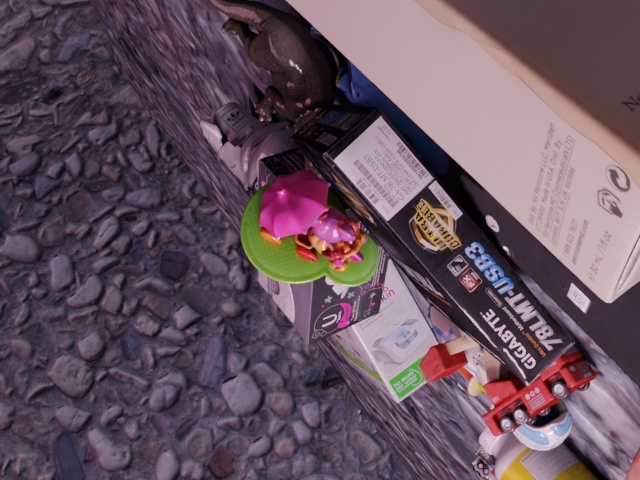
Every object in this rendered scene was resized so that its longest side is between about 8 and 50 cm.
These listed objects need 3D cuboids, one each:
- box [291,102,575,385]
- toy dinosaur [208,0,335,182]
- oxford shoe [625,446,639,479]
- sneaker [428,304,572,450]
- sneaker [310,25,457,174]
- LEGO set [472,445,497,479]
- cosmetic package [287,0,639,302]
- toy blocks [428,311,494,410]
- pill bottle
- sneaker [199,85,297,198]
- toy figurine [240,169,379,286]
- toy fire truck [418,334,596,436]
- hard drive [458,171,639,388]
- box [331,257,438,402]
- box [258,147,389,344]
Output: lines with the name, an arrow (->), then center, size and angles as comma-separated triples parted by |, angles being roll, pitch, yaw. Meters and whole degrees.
box -> 0.099, -0.013, 0.797 | 0.293, 0.073, 0.295 | 50, 180, -14
toy dinosaur -> -0.038, -0.228, 0.955 | 0.160, 0.121, 0.314 | 19, 138, 52
oxford shoe -> 0.356, 0.294, 0.676 | 0.130, 0.123, 0.348 | 37, 159, 45
sneaker -> 0.227, 0.151, 0.937 | 0.237, 0.085, 0.086 | 52, 150, 25
sneaker -> 0.063, -0.146, 0.766 | 0.209, 0.082, 0.069 | 57, 167, -14
LEGO set -> 0.375, 0.481, 1.367 | 0.182, 0.060, 0.244 | 18, 143, 53
cosmetic package -> 0.108, -0.138, 0.402 | 0.309, 0.160, 0.113 | 49, 166, 28
toy blocks -> 0.215, 0.170, 1.078 | 0.148, 0.054, 0.123 | 44, 163, 46
pill bottle -> 0.302, 0.319, 1.007 | 0.184, 0.103, 0.103 | 48, 166, 35
sneaker -> -0.114, -0.167, 1.296 | 0.210, 0.137, 0.366 | 53, 172, 3
toy figurine -> -0.007, -0.014, 0.811 | 0.173, 0.130, 0.159 | 28, 171, 1
toy fire truck -> 0.209, 0.147, 0.859 | 0.192, 0.047, 0.135 | -51, 57, 41
hard drive -> 0.233, 0.008, 0.528 | 0.339, 0.064, 0.237 | 51, 168, 29
box -> 0.082, 0.139, 1.368 | 0.231, 0.126, 0.262 | 60, 169, -14
box -> 0.000, 0.000, 1.102 | 0.163, 0.142, 0.247 | 47, 146, 37
